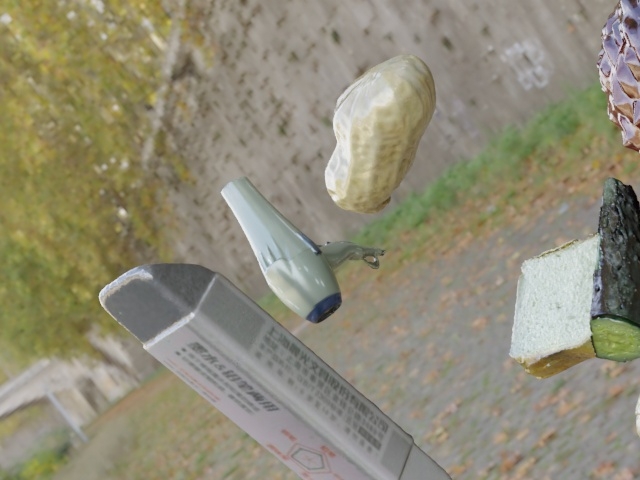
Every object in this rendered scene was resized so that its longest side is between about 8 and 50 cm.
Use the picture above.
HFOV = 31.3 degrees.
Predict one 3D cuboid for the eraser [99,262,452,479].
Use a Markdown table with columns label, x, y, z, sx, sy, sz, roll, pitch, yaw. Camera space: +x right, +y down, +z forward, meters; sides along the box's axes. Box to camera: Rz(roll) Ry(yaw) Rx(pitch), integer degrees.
| label | x | y | z | sx | sy | sz | roll | pitch | yaw |
| --- | --- | --- | --- | --- | --- | --- | --- | --- | --- |
| eraser | -0.034 | 0.133 | 0.982 | 0.089 | 0.352 | 0.061 | -31 | 22 | 45 |

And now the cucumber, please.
| label | x | y | z | sx | sy | sz | roll | pitch | yaw |
| --- | --- | --- | --- | --- | --- | --- | --- | --- | --- |
| cucumber | 0.321 | 0.025 | 1.194 | 0.062 | 0.078 | 0.211 | 1 | 45 | 19 |

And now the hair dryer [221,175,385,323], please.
| label | x | y | z | sx | sy | sz | roll | pitch | yaw |
| --- | --- | --- | --- | --- | --- | --- | --- | --- | --- |
| hair dryer | -0.016 | -0.012 | 1.180 | 0.067 | 0.167 | 0.199 | -43 | -1 | 30 |

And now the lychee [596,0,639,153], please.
| label | x | y | z | sx | sy | sz | roll | pitch | yaw |
| --- | --- | --- | --- | --- | --- | --- | --- | --- | --- |
| lychee | 0.565 | -0.259 | 1.523 | 0.424 | 0.500 | 0.425 | -38 | -18 | -14 |

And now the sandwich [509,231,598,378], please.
| label | x | y | z | sx | sy | sz | roll | pitch | yaw |
| --- | --- | --- | --- | --- | --- | --- | --- | --- | --- |
| sandwich | 0.429 | 0.106 | 1.921 | 0.251 | 0.087 | 0.226 | -35 | 37 | 56 |

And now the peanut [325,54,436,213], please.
| label | x | y | z | sx | sy | sz | roll | pitch | yaw |
| --- | --- | --- | --- | --- | --- | --- | --- | --- | --- |
| peanut | 0.087 | -0.163 | 1.809 | 0.152 | 0.152 | 0.313 | -39 | -22 | -35 |

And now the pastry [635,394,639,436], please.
| label | x | y | z | sx | sy | sz | roll | pitch | yaw |
| --- | --- | --- | --- | --- | --- | --- | --- | --- | --- |
| pastry | 0.565 | 0.277 | 1.768 | 0.156 | 0.156 | 0.092 | -39 | 12 | -2 |
